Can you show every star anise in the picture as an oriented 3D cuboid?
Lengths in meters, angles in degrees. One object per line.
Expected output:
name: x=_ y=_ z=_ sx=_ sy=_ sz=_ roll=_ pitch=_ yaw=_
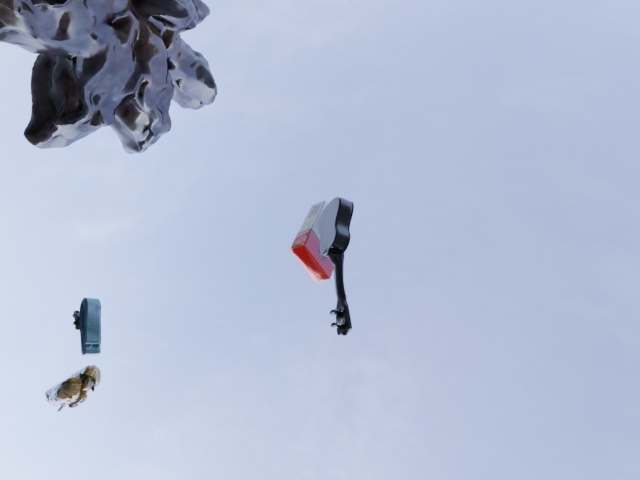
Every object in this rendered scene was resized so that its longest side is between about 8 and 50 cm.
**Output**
star anise: x=-0.156 y=-0.185 z=0.350 sx=0.108 sy=0.236 sz=0.224 roll=1 pitch=-83 yaw=17

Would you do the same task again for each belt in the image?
belt: x=-0.672 y=0.257 z=1.269 sx=0.100 sy=0.065 sz=0.179 roll=-44 pitch=-131 yaw=30

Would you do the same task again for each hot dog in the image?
hot dog: x=-0.623 y=0.378 z=1.109 sx=0.250 sy=0.104 sz=0.076 roll=-27 pitch=-86 yaw=39

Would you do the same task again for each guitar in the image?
guitar: x=0.027 y=0.039 z=0.776 sx=0.084 sy=0.038 sz=0.271 roll=-46 pitch=-146 yaw=45

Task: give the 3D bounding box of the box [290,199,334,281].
box: x=0.000 y=0.000 z=0.933 sx=0.048 sy=0.100 sz=0.152 roll=-21 pitch=-150 yaw=32
